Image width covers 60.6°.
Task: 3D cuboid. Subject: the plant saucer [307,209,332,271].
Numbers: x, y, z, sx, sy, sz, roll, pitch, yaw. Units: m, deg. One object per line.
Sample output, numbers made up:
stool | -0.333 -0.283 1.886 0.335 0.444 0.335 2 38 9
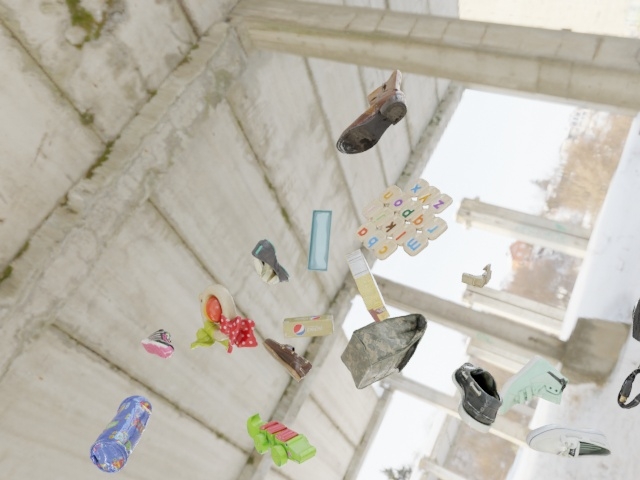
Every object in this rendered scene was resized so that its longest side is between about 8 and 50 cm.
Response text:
plant saucer | 0.000 0.000 1.702 0.018 0.067 0.192 23 -110 -70

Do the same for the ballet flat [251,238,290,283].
ballet flat | -0.139 0.072 1.473 0.074 0.074 0.203 -59 -26 -24

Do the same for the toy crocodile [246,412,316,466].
toy crocodile | -0.133 0.649 1.793 0.115 0.340 0.105 -13 -85 -32

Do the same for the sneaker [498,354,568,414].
sneaker | 0.696 0.504 1.793 0.256 0.151 0.094 -39 -44 -15

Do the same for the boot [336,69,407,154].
boot | 0.159 -0.423 1.777 0.264 0.096 0.280 -41 26 27

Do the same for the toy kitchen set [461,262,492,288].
toy kitchen set | 0.522 0.104 1.816 0.083 0.075 0.068 -28 -54 -47

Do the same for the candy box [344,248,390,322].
candy box | 0.134 0.129 1.558 0.109 0.053 0.187 56 -168 -58

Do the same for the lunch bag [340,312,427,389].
lunch bag | 0.243 0.383 1.956 0.286 0.169 0.235 -19 -28 -23

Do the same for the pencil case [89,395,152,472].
pencil case | -0.665 0.641 1.832 0.306 0.133 0.120 -92 -17 -77

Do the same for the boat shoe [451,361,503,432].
boat shoe | 0.400 0.369 1.371 0.091 0.114 0.302 -62 0 14

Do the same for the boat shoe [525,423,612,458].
boat shoe | 0.689 0.560 1.512 0.076 0.226 0.083 -99 6 -69

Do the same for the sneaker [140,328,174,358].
sneaker | -0.472 0.301 1.630 0.075 0.170 0.063 -45 -67 -32

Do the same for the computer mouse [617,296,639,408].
computer mouse | 0.608 0.202 1.042 0.041 0.071 0.242 25 -100 -24

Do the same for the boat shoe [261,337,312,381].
boat shoe | -0.109 0.377 1.785 0.073 0.207 0.073 -42 -40 -18

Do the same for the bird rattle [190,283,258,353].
bird rattle | -0.293 0.228 1.571 0.143 0.253 0.207 -12 -99 -31

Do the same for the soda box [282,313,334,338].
soda box | -0.043 0.312 1.990 0.058 0.181 0.061 -63 -33 -78

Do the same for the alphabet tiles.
alphabet tiles | 0.243 -0.064 1.620 0.278 0.284 0.021 -40 -49 -4
